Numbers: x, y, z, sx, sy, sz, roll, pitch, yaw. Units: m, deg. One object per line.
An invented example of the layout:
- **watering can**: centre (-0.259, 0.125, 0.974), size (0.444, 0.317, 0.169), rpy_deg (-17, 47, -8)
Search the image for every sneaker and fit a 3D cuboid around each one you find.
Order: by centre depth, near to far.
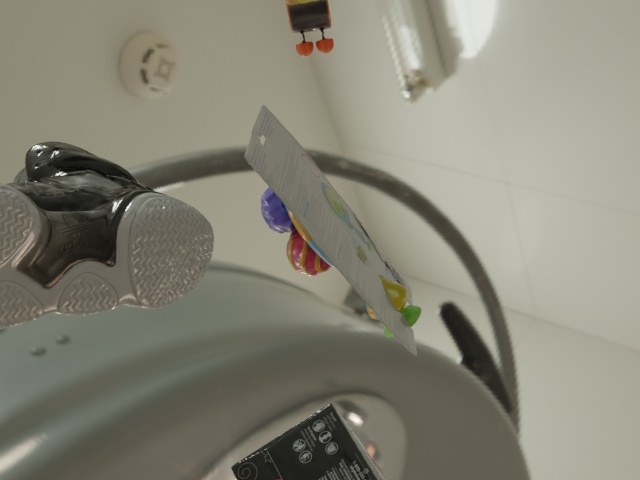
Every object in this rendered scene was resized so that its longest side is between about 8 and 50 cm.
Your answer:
- **sneaker**: centre (-0.224, -0.010, 0.774), size (0.269, 0.153, 0.101), rpy_deg (1, -68, -39)

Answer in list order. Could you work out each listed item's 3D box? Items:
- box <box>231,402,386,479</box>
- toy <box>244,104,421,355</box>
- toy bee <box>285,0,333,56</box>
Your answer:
- **box**: centre (0.025, 0.363, 1.316), size (0.163, 0.247, 0.142), rpy_deg (-32, -39, -4)
- **toy**: centre (0.000, 0.000, 0.950), size (0.237, 0.056, 0.137), rpy_deg (47, -161, -17)
- **toy bee**: centre (-0.009, -0.321, 1.285), size (0.298, 0.195, 0.162), rpy_deg (19, -121, -63)
